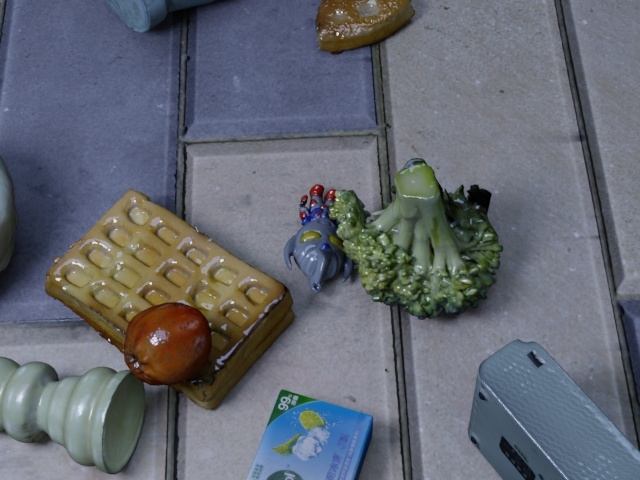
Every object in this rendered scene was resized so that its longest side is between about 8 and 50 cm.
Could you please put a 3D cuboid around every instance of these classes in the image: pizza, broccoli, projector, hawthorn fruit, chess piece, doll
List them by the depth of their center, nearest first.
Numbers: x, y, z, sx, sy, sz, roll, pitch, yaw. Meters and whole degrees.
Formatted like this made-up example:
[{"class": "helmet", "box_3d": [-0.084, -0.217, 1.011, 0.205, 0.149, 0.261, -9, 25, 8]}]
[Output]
[{"class": "projector", "box_3d": [0.303, 0.279, 1.515, 0.108, 0.198, 0.250, -32, 62, -17]}, {"class": "hawthorn fruit", "box_3d": [-0.208, 0.139, 1.561, 0.128, 0.128, 0.128, -1, 59, 1]}, {"class": "chess piece", "box_3d": [-0.388, 0.232, 1.611, 0.251, 0.144, 0.144, 9, 59, 13]}, {"class": "broccoli", "box_3d": [0.145, -0.030, 1.682, 0.247, 0.243, 0.263, -41, 62, -18]}, {"class": "doll", "box_3d": [0.001, 0.000, 1.776, 0.104, 0.062, 0.195, 31, 47, -30]}, {"class": "pizza", "box_3d": [0.052, -0.403, 2.025, 0.182, 0.062, 0.161, -35, 71, -12]}]

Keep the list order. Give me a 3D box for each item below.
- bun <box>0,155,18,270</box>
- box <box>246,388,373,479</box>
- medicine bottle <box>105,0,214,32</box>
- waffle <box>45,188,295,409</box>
[{"class": "bun", "box_3d": [-0.556, -0.021, 1.737, 0.293, 0.187, 0.293, -11, 66, 26]}, {"class": "box", "box_3d": [-0.020, 0.318, 1.574, 0.139, 0.073, 0.194, 15, 60, 10]}, {"class": "medicine bottle", "box_3d": [-0.248, -0.518, 1.997, 0.290, 0.245, 0.245, -40, 65, -18]}, {"class": "waffle", "box_3d": [-0.224, 0.081, 1.715, 0.327, 0.098, 0.224, 32, 63, 21]}]
